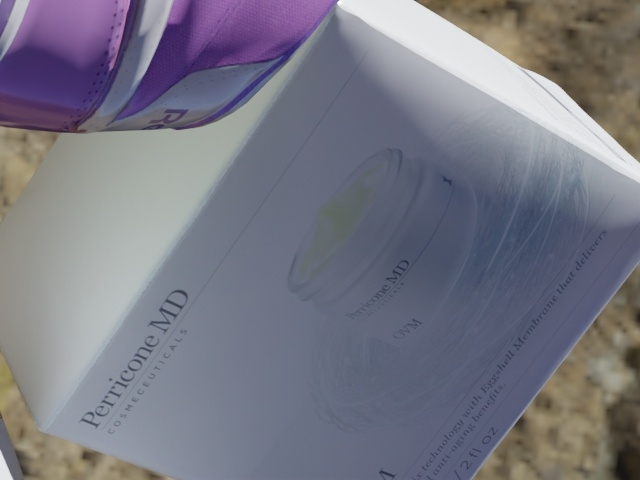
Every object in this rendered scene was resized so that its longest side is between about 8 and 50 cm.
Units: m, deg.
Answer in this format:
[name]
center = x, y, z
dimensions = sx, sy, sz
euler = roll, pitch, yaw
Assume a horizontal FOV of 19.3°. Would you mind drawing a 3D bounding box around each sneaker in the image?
[sneaker]
center = -0.032, -0.164, 0.503
dimensions = 0.161, 0.102, 0.282
euler = 7, 108, -44

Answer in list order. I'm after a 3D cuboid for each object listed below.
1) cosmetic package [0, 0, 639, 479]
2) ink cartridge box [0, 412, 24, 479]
[cosmetic package]
center = 0.000, 0.000, 0.871
dimensions = 0.225, 0.138, 0.224
euler = 26, 106, -34
[ink cartridge box]
center = -0.236, 0.089, 0.729
dimensions = 0.121, 0.211, 0.289
euler = -104, 178, -70
